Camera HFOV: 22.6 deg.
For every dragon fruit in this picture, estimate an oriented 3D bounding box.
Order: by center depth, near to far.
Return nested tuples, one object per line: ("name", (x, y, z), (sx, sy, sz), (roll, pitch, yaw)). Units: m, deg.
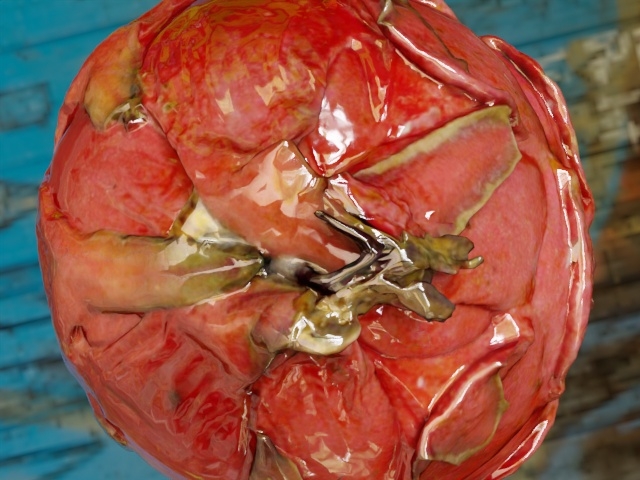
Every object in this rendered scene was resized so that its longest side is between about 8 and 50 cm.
("dragon fruit", (0.000, 0.000, 0.479), (0.209, 0.172, 0.172), (11, 64, -74))
